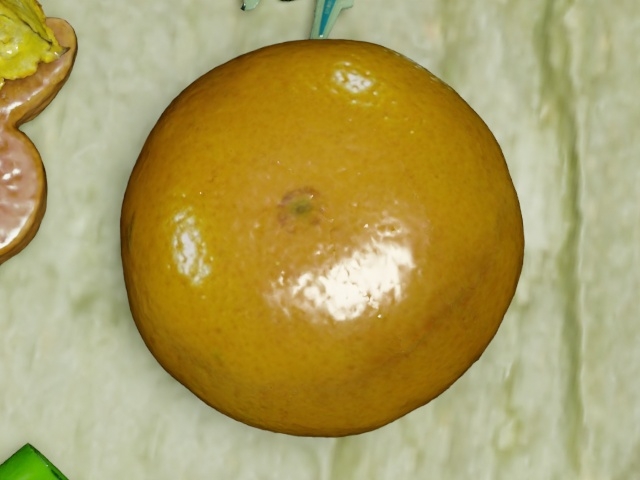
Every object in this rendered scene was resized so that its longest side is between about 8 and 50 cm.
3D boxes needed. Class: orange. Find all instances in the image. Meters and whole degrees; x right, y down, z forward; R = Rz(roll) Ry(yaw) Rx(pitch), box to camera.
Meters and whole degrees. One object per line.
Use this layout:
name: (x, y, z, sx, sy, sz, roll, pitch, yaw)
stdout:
orange: (0.000, 0.000, 0.697, 0.156, 0.124, 0.156, -1, 77, 6)

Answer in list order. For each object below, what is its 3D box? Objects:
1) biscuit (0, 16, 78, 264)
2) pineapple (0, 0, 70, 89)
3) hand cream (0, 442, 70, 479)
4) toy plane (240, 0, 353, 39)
biscuit: (-0.186, -0.032, 0.706, 0.183, 0.043, 0.280, -2, 85, -7)
pineapple: (-0.159, -0.109, 0.674, 0.114, 0.077, 0.114, -11, 70, -16)
hand cream: (-0.196, 0.189, 0.686, 0.275, 0.050, 0.079, -44, 66, -7)
toy plane: (-0.001, -0.121, 0.755, 0.083, 0.033, 0.080, -13, 86, -18)
